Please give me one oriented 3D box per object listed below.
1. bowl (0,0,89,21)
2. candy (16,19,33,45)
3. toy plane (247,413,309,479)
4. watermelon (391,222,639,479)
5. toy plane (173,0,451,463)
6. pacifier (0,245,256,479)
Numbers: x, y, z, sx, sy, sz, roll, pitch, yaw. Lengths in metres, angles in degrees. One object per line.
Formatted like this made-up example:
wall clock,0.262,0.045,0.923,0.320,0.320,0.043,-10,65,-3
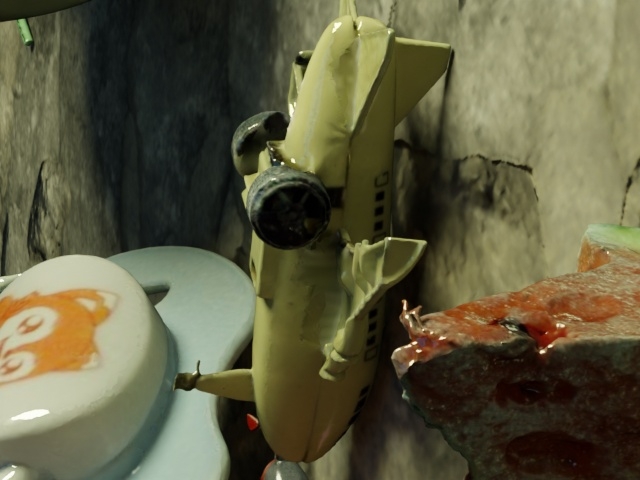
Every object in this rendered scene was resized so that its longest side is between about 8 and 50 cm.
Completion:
bowl,-0.155,-0.301,0.922,0.354,0.185,0.354,5,96,62
candy,-0.293,-0.254,1.341,0.058,0.062,0.194,-28,68,10
toy plane,-0.021,0.141,0.847,0.060,0.037,0.145,-172,78,-72
watermelon,0.109,0.062,0.511,0.121,0.158,0.098,17,108,32
toy plane,0.000,0.000,0.748,0.242,0.104,0.256,-114,40,-62
pacifier,-0.136,0.142,0.900,0.233,0.244,0.299,60,-155,-32
